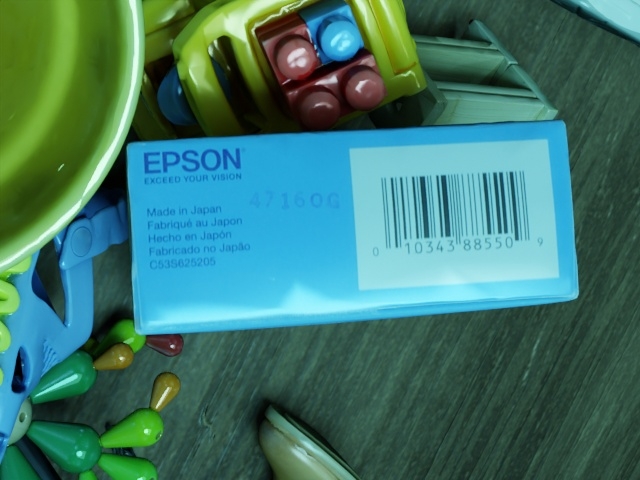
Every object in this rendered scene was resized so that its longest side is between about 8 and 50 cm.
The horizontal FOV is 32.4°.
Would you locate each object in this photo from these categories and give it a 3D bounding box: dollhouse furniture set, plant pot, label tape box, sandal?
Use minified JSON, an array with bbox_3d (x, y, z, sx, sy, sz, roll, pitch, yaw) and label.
[{"bbox_3d":[0.076,-0.084,0.937,0.129,0.129,0.183,-1,136,-34],"label":"dollhouse furniture set"},{"bbox_3d":[-0.257,-0.125,0.600,0.254,0.239,0.253,-15,119,-28],"label":"plant pot"},{"bbox_3d":[0.000,0.000,0.766,0.249,0.348,0.115,-4,89,-7],"label":"label tape box"},{"bbox_3d":[-0.210,0.055,0.757,0.138,0.126,0.317,30,73,-51],"label":"sandal"}]

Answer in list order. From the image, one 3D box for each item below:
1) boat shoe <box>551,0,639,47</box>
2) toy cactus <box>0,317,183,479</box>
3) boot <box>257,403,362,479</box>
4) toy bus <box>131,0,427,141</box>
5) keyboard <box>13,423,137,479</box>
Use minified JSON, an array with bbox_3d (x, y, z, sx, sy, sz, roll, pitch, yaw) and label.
[{"bbox_3d":[0.340,-0.223,1.037,0.321,0.118,0.103,16,106,-31],"label":"boat shoe"},{"bbox_3d":[-0.206,0.143,0.834,0.181,0.112,0.219,27,73,-17],"label":"toy cactus"},{"bbox_3d":[-0.047,0.300,1.039,0.220,0.109,0.283,-37,134,-9],"label":"boot"},{"bbox_3d":[-0.039,-0.122,0.743,0.220,0.211,0.149,-23,118,2],"label":"toy bus"},{"bbox_3d":[-0.215,0.253,0.938,0.202,0.033,0.317,-34,127,-17],"label":"keyboard"}]
